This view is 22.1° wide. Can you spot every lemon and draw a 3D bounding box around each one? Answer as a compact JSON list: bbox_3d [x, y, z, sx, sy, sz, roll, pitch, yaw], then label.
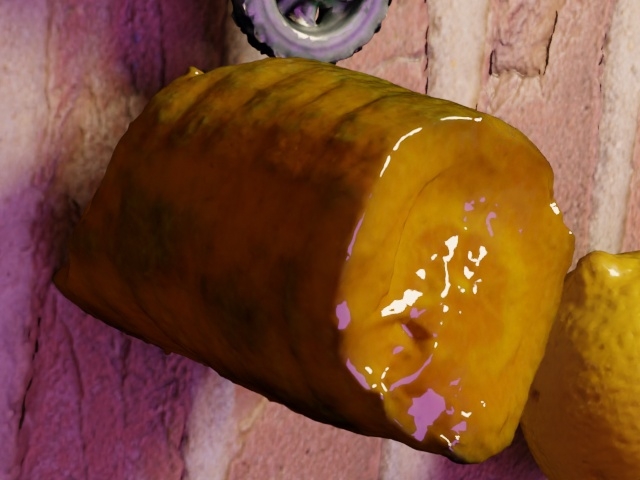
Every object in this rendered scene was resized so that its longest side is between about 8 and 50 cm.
[{"bbox_3d":[0.282,0.122,1.420,0.228,0.228,0.254,-18,109,-30],"label":"lemon"}]

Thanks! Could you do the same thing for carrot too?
[{"bbox_3d":[0.000,0.000,1.143,0.241,0.340,0.241,-20,119,-41],"label":"carrot"}]

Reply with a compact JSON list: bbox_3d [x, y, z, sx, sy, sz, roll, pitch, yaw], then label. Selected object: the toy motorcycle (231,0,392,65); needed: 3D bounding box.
[{"bbox_3d":[-0.060,-0.314,1.115,0.410,0.168,0.237,45,74,-33],"label":"toy motorcycle"}]
